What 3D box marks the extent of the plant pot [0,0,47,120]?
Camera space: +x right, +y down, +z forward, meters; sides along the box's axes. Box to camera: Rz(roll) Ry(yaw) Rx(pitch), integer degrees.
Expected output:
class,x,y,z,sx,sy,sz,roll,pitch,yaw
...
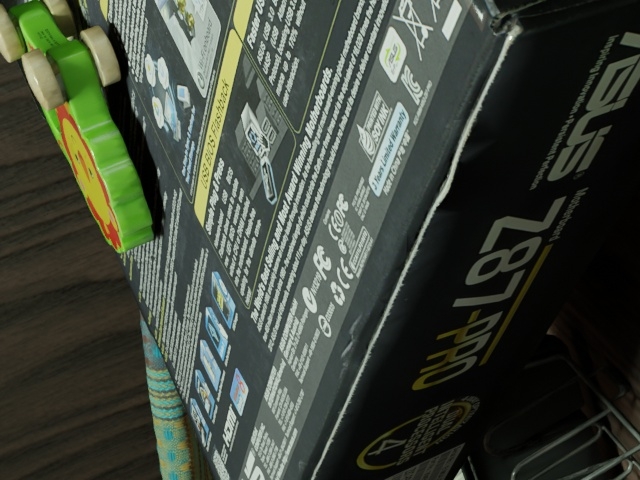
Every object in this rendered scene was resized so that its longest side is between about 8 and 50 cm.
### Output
class,x,y,z,sx,sy,sz,roll,pitch,yaw
plant pot,-0.137,-0.213,1.170,0.188,0.187,0.167,66,161,-5

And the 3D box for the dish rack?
class,x,y,z,sx,sy,sz,roll,pitch,yaw
dish rack,0.146,0.172,0.707,0.208,0.074,0.271,68,173,-28

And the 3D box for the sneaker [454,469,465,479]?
class,x,y,z,sx,sy,sz,roll,pitch,yaw
sneaker,0.094,0.204,1.128,0.122,0.110,0.283,51,176,11

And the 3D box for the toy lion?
class,x,y,z,sx,sy,sz,roll,pitch,yaw
toy lion,-0.096,-0.045,0.656,0.100,0.034,0.096,45,155,55

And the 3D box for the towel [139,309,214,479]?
class,x,y,z,sx,sy,sz,roll,pitch,yaw
towel,-0.028,0.137,1.114,0.271,0.040,0.370,-47,-41,-53

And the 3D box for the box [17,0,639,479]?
class,x,y,z,sx,sy,sz,roll,pitch,yaw
box,-0.022,-0.088,0.598,0.318,0.097,0.395,61,157,24
